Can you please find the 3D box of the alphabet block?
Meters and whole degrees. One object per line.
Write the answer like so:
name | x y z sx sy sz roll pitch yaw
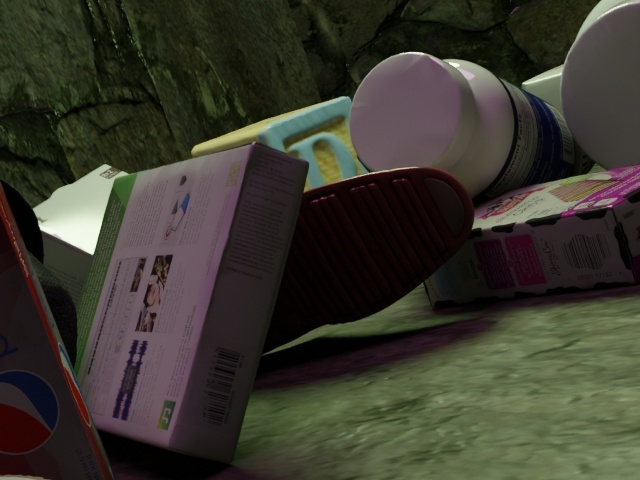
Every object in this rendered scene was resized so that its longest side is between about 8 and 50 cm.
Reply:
alphabet block | -0.053 -0.099 2.092 0.193 0.192 0.197 -23 9 -41

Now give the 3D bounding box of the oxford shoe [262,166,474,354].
oxford shoe | -0.011 0.024 1.225 0.348 0.123 0.130 -25 0 21

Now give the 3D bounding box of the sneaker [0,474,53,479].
sneaker | -0.282 0.205 0.783 0.282 0.099 0.153 -11 9 31

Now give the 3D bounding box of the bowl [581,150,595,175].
bowl | 0.275 -0.094 1.631 0.170 0.080 0.170 -18 7 2

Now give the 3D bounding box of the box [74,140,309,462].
box | -0.128 0.050 1.094 0.058 0.232 0.322 20 -11 -26

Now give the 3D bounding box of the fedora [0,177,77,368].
fedora | -0.318 0.109 1.119 0.152 0.334 0.334 24 32 29

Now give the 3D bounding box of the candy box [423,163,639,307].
candy box | 0.218 -0.009 1.188 0.159 0.071 0.233 -26 10 -41

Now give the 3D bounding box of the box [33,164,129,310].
box | -0.237 0.021 1.552 0.182 0.119 0.181 24 33 17

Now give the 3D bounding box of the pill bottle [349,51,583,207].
pill bottle | 0.151 -0.100 1.368 0.153 0.153 0.265 -14 -17 32

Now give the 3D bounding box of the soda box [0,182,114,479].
soda box | -0.229 0.076 0.945 0.083 0.263 0.092 -21 7 -7

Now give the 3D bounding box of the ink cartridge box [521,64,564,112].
ink cartridge box | 0.478 -0.222 1.862 0.309 0.130 0.272 -15 8 30

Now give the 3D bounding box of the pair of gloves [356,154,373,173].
pair of gloves | 0.148 -0.091 1.545 0.198 0.159 0.023 -35 28 17

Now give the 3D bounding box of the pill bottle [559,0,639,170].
pill bottle | 0.411 -0.199 1.504 0.224 0.224 0.392 -15 9 28
